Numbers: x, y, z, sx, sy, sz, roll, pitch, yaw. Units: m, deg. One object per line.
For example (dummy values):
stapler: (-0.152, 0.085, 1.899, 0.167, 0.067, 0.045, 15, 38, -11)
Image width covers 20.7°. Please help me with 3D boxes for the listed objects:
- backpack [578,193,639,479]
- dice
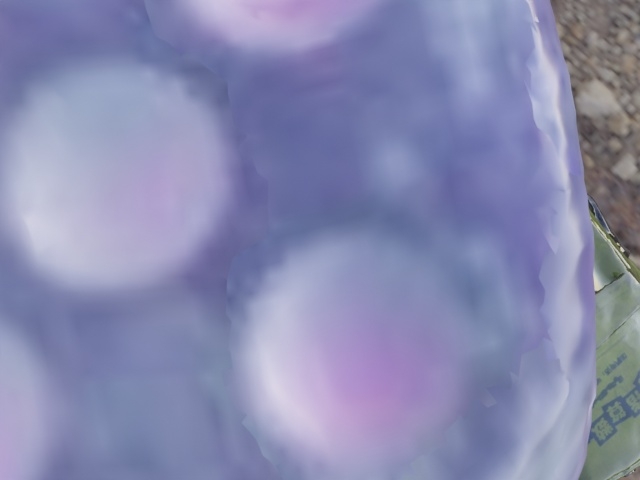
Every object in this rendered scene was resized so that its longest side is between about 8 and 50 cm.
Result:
backpack: (0.176, 0.079, 1.407, 0.207, 0.140, 0.253, -38, 90, -17)
dice: (-0.068, -0.013, 0.609, 0.270, 0.270, 0.271, -9, 89, -6)
